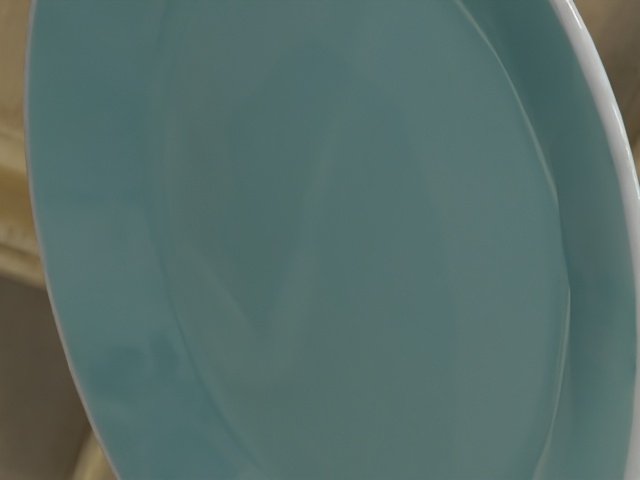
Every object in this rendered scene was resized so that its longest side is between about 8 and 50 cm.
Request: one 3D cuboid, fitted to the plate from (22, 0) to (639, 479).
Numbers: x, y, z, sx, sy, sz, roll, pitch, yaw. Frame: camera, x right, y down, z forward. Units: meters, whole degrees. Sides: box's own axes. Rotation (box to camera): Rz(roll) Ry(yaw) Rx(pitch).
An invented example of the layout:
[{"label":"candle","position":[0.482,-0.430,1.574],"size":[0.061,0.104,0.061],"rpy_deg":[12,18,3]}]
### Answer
[{"label":"plate","position":[0.000,0.000,0.379],"size":[0.024,0.188,0.188],"rpy_deg":[-15,-24,-37]}]
